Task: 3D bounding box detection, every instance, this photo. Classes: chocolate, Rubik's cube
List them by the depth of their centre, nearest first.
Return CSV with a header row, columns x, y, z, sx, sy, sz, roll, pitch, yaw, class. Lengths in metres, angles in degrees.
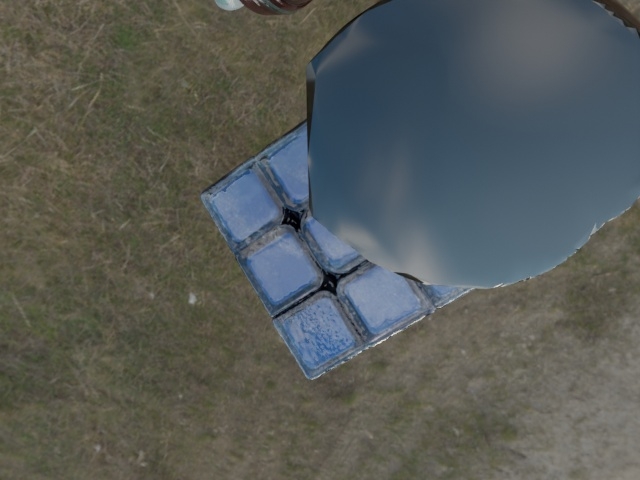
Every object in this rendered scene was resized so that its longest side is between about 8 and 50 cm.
x,y,z,sx,sy,sz,roll,pitch,yaw,class
0.128,-0.115,0.507,0.284,0.186,0.283,3,130,4,chocolate
0.064,-0.022,0.873,0.301,0.304,0.305,-32,88,14,Rubik's cube

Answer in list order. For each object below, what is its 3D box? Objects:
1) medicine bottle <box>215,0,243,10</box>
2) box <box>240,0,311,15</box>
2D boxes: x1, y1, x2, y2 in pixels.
x,y,z,sx,sy,sz,roll,pitch,yaw,class
-0.274,-0.748,1.509,0.110,0.110,0.352,6,165,10,medicine bottle
-0.112,-0.527,0.831,0.108,0.263,0.404,-8,126,36,box
